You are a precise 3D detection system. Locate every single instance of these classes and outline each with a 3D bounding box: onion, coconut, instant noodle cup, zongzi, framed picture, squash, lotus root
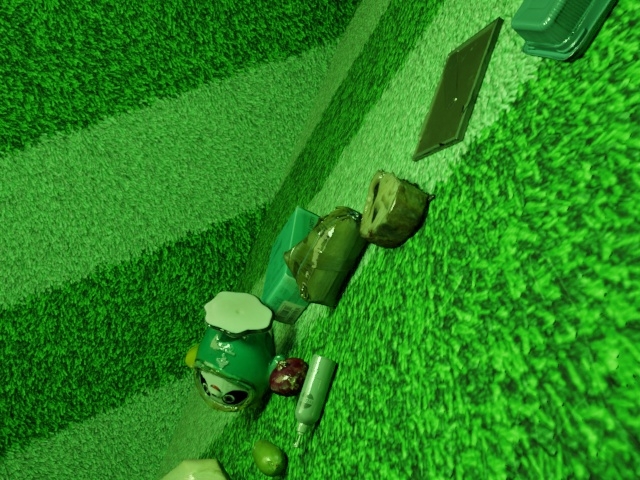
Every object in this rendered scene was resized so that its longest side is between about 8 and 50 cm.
[{"bbox_3d":[-0.074,0.326,1.310,0.107,0.097,0.107,-21,18,7],"label":"onion"},{"bbox_3d":[-0.329,0.700,1.399,0.259,0.259,0.259,-59,16,29],"label":"coconut"},{"bbox_3d":[0.370,-0.364,0.838,0.157,0.070,0.179,-60,15,18],"label":"instant noodle cup"},{"bbox_3d":[0.000,0.000,1.398,0.250,0.125,0.274,-61,31,14],"label":"zongzi"},{"bbox_3d":[0.284,-0.314,1.165,0.281,0.019,0.209,-69,14,-8],"label":"framed picture"},{"bbox_3d":[-0.127,0.506,1.290,0.201,0.066,0.066,155,136,-73],"label":"squash"},{"bbox_3d":[0.147,-0.069,1.179,0.261,0.075,0.170,-143,74,-76],"label":"lotus root"}]

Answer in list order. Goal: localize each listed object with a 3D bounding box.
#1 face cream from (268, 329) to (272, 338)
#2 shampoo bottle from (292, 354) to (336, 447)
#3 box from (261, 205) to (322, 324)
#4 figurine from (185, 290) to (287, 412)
[{"bbox_3d":[-0.181,0.346,1.757,0.092,0.058,0.243,-57,23,19],"label":"face cream"},{"bbox_3d":[-0.019,0.345,1.165,0.056,0.056,0.195,-28,42,68],"label":"shampoo bottle"},{"bbox_3d":[-0.079,0.074,1.669,0.205,0.118,0.311,-53,21,37],"label":"box"},{"bbox_3d":[-0.243,0.333,1.565,0.231,0.324,0.340,-50,-24,-55],"label":"figurine"}]
